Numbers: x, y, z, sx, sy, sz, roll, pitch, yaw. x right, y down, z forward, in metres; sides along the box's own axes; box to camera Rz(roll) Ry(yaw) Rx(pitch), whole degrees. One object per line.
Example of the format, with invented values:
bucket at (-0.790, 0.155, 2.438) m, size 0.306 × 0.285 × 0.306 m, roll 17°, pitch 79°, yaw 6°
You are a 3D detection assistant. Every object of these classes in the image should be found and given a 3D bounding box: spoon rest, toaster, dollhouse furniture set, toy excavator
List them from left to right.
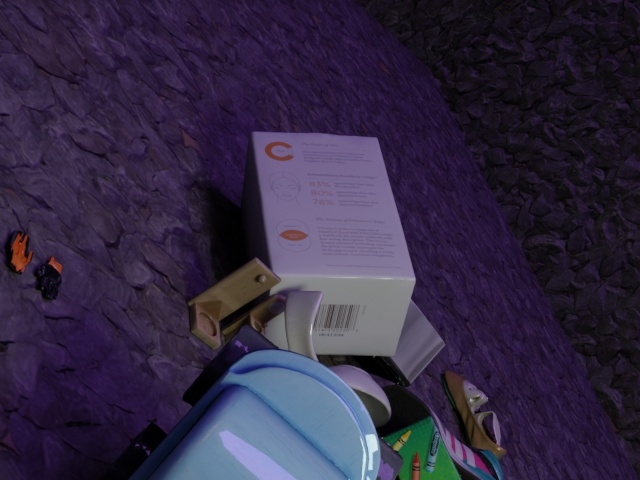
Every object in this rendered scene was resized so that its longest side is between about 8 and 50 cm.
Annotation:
toy excavator at (-0.120, 0.285, 1.007) m, size 0.222 × 0.433 × 0.445 m, roll 42°, pitch -5°, yaw 2°
dollhouse furniture set at (-0.085, 0.141, 1.571) m, size 0.144 × 0.123 × 0.151 m, roll 43°, pitch 24°, yaw -37°
spoon rest at (0.012, 0.191, 1.653) m, size 0.276 × 0.137 × 0.084 m, roll 64°, pitch 36°, yaw -39°
toaster at (0.100, 0.148, 1.934) m, size 0.168 × 0.110 × 0.185 m, roll 50°, pitch -14°, yaw -18°

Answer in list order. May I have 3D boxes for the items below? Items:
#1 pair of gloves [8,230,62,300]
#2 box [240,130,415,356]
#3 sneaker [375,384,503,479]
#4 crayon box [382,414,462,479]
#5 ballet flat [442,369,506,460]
pair of gloves at (-0.327, 0.029, 1.325) m, size 0.083 × 0.010 × 0.074 m, roll 49°, pitch 19°, yaw -31°
box at (0.000, 0.000, 1.796) m, size 0.214 × 0.168 × 0.345 m, roll 2°, pitch 41°, yaw -11°
sneaker at (0.210, 0.365, 1.958) m, size 0.295 × 0.124 × 0.178 m, roll 51°, pitch 7°, yaw 14°
crayon box at (0.158, 0.362, 1.729) m, size 0.278 × 0.081 × 0.165 m, roll 81°, pitch -16°, yaw -77°
ballet flat at (0.314, 0.347, 2.314) m, size 0.080 × 0.073 × 0.232 m, roll 34°, pitch 29°, yaw -47°
